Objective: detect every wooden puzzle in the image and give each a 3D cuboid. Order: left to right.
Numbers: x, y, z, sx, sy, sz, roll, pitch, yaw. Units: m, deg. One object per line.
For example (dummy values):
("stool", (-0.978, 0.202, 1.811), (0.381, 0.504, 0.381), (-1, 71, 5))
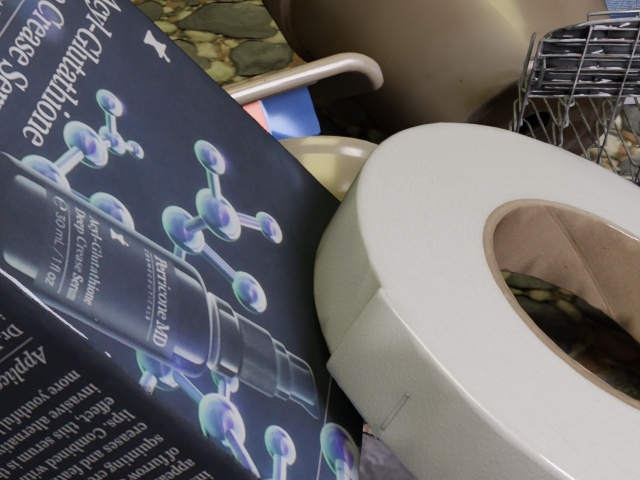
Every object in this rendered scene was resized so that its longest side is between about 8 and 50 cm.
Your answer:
("wooden puzzle", (-0.153, -0.088, 1.059), (0.348, 0.080, 0.322), (-15, 8, -20))

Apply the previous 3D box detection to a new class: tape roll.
("tape roll", (0.180, 0.066, 0.769), (0.392, 0.072, 0.392), (21, 33, -15))

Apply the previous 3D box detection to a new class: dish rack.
("dish rack", (0.240, -0.089, 0.947), (0.208, 0.271, 0.074), (-1, 51, -5))

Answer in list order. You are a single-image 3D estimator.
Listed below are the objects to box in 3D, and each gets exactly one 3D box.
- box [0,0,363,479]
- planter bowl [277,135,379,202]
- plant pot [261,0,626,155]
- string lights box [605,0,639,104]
("box", (-0.172, 0.016, 0.717), (0.212, 0.395, 0.293), (-34, 28, 27))
("planter bowl", (0.000, 0.000, 0.965), (0.162, 0.162, 0.109), (0, 64, 5))
("plant pot", (0.135, -0.206, 1.088), (0.323, 0.323, 0.280), (-16, 59, -15))
("string lights box", (0.300, -0.250, 1.311), (0.133, 0.076, 0.259), (-1, 37, 5))
